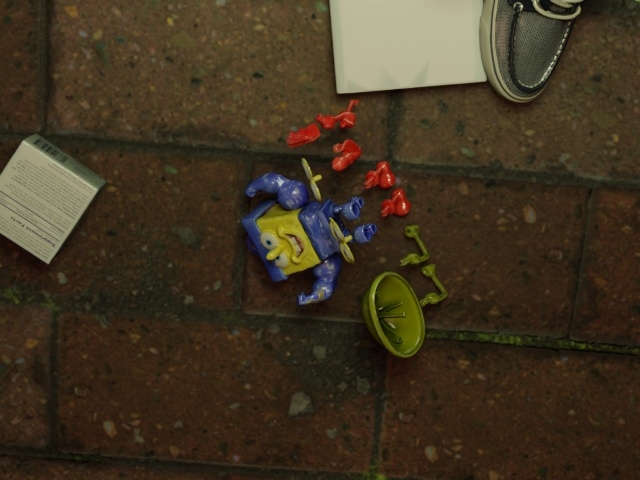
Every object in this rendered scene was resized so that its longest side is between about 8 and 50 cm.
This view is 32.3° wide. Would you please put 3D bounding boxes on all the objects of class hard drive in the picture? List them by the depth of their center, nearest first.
[{"bbox_3d":[0.114,-0.370,1.513,0.210,0.040,0.318,-5,104,1],"label":"hard drive"}]

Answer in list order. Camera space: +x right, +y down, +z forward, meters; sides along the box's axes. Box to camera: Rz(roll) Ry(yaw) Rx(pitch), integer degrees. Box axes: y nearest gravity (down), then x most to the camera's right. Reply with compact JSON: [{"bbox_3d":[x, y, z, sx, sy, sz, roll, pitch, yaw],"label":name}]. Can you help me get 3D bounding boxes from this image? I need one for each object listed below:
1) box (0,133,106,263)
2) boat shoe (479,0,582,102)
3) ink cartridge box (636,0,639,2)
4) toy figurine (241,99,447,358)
[{"bbox_3d":[-0.399,-0.060,1.580,0.126,0.072,0.137,35,102,-9],"label":"box"},{"bbox_3d":[0.309,-0.341,1.446,0.127,0.158,0.340,0,106,-22],"label":"boat shoe"},{"bbox_3d":[0.514,-0.410,1.490,0.109,0.062,0.209,14,105,-4],"label":"ink cartridge box"},{"bbox_3d":[0.000,0.000,1.590,0.217,0.191,0.362,-13,115,35],"label":"toy figurine"}]
